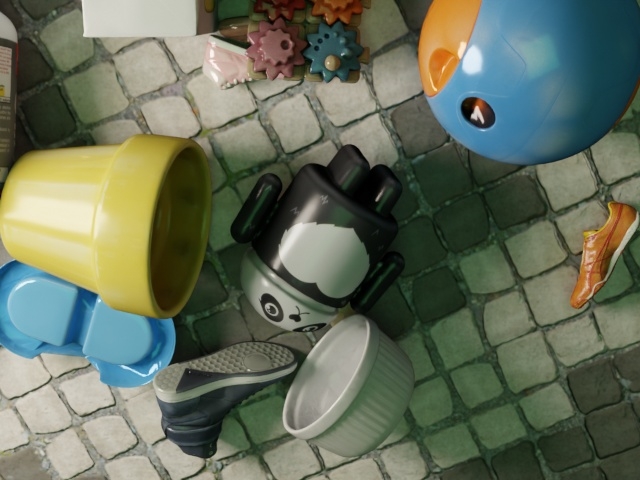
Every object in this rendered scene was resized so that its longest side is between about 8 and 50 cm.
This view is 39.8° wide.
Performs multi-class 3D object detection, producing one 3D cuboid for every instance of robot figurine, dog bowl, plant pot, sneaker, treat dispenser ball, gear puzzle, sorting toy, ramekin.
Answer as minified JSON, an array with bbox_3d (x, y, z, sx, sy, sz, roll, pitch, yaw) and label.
[{"bbox_3d":[0.002,0.002,1.277,0.209,0.173,0.278,40,103,19],"label":"robot figurine"},{"bbox_3d":[-0.363,0.116,1.371,0.297,0.074,0.166,18,104,-4],"label":"dog bowl"},{"bbox_3d":[-0.305,-0.031,1.249,0.239,0.254,0.254,8,105,9],"label":"plant pot"},{"bbox_3d":[-0.108,-0.244,1.284,0.134,0.051,0.070,21,106,0],"label":"sneaker"},{"bbox_3d":[0.272,-0.241,1.149,0.288,0.288,0.288,0,104,2],"label":"treat dispenser ball"},{"bbox_3d":[-0.145,0.253,1.399,0.226,0.086,0.163,-12,125,-16],"label":"sneaker"},{"bbox_3d":[-0.012,-0.386,1.210,0.175,0.044,0.339,2,88,-9],"label":"gear puzzle"},{"bbox_3d":[0.025,0.090,1.384,0.062,0.012,0.083,-29,105,13],"label":"sorting toy"},{"bbox_3d":[0.419,0.022,1.339,0.067,0.064,0.175,28,99,15],"label":"sneaker"},{"bbox_3d":[0.047,0.224,1.325,0.109,0.207,0.207,36,103,-17],"label":"ramekin"},{"bbox_3d":[-0.053,-0.284,1.262,0.188,0.066,0.071,1,104,2],"label":"sneaker"}]

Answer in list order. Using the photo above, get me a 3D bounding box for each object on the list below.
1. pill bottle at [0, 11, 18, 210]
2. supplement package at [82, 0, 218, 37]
[{"bbox_3d":[-0.524,-0.214,1.210,0.210,0.210,0.363,4,95,1],"label":"pill bottle"},{"bbox_3d":[-0.222,-0.371,1.175,0.149,0.203,0.194,1,105,1],"label":"supplement package"}]
